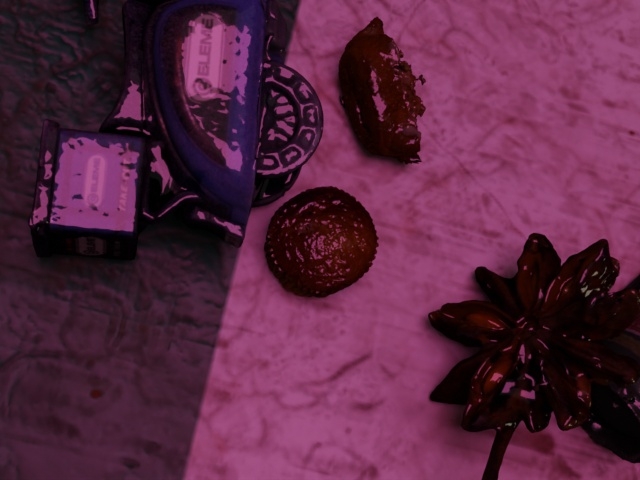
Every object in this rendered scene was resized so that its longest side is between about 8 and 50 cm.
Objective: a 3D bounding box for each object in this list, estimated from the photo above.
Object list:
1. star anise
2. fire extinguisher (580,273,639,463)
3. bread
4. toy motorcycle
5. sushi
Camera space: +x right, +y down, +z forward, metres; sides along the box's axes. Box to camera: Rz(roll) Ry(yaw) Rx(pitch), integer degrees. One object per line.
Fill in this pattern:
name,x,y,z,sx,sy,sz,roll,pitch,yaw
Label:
star anise,0.135,0.096,0.848,0.234,0.177,0.073,-45,127,-3
fire extinguisher,0.310,0.039,0.915,0.294,0.118,0.093,-41,123,-19
bread,0.000,0.000,0.870,0.085,0.053,0.085,3,75,-12
toy motorcycle,-0.106,-0.163,0.852,0.212,0.125,0.359,5,74,-10
sushi,0.051,-0.116,0.916,0.060,0.061,0.118,-14,99,-25
